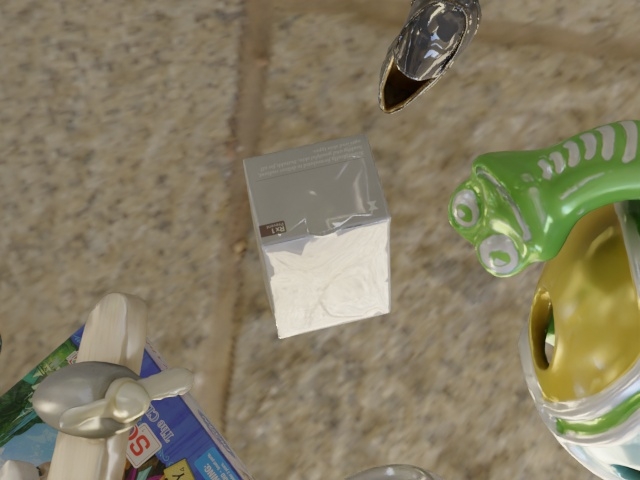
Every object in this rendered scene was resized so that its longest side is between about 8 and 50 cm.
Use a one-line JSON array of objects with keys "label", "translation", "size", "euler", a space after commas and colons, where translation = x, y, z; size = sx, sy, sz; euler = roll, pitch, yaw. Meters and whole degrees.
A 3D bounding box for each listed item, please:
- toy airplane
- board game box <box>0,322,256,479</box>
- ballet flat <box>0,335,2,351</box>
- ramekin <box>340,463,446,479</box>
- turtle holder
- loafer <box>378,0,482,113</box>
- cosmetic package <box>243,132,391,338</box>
[{"label": "toy airplane", "translation": [-0.207, 0.289, 1.412], "size": [0.384, 0.272, 0.386], "euler": [-41, 64, 15]}, {"label": "board game box", "translation": [-0.253, 0.288, 1.882], "size": [0.318, 0.066, 0.318], "euler": [-42, 66, 3]}, {"label": "ballet flat", "translation": [-0.280, 0.079, 0.964], "size": [0.203, 0.074, 0.074], "euler": [-14, 98, -7]}, {"label": "ramekin", "translation": [0.058, 0.300, 1.582], "size": [0.207, 0.207, 0.109], "euler": [-18, 116, 21]}, {"label": "turtle holder", "translation": [0.241, 0.054, 1.107], "size": [0.227, 0.320, 0.243], "euler": [-33, 66, 27]}, {"label": "loafer", "translation": [0.090, -0.160, 1.443], "size": [0.062, 0.170, 0.061], "euler": [25, 66, -1]}, {"label": "cosmetic package", "translation": [0.000, 0.000, 1.672], "size": [0.127, 0.238, 0.107], "euler": [-12, 63, -5]}]
